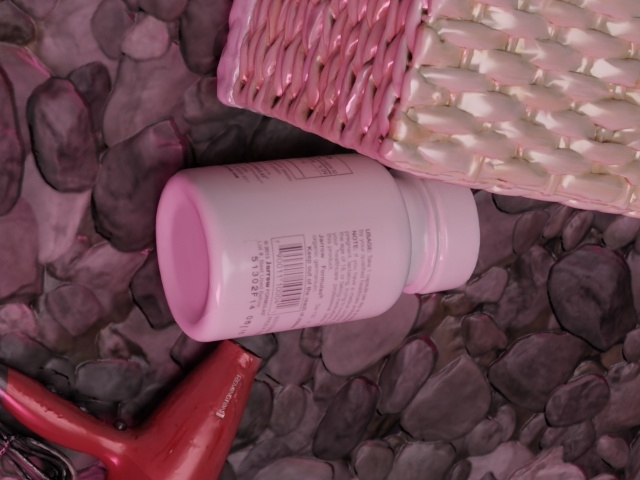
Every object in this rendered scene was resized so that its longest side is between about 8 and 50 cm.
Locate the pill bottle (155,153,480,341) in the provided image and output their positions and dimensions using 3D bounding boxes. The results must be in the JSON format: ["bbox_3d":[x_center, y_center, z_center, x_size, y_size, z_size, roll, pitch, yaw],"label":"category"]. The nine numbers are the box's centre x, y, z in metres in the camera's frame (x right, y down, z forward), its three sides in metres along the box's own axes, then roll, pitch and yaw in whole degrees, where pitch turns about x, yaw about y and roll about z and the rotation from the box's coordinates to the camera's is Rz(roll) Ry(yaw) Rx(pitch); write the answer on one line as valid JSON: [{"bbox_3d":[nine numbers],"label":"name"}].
[{"bbox_3d":[0.000,0.000,1.166,0.229,0.131,0.131,-7,111,-25],"label":"pill bottle"}]

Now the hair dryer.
[{"bbox_3d":[-0.172,0.158,1.166,0.293,0.080,0.224,-23,117,-19],"label":"hair dryer"}]

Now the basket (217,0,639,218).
[{"bbox_3d":[0.149,-0.199,1.095,0.331,0.266,0.328,9,103,-32],"label":"basket"}]
